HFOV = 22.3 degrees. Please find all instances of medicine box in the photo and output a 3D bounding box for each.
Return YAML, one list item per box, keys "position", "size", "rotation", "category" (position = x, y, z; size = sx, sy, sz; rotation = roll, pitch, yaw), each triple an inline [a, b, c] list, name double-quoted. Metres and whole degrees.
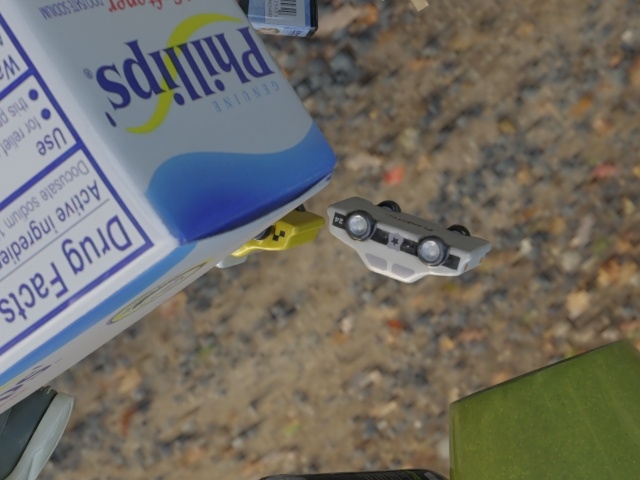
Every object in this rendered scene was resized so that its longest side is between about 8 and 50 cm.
- position: [-0.189, -0.067, 0.675]
  size: [0.263, 0.289, 0.149]
  rotation: [-34, 179, 29]
  category: "medicine box"

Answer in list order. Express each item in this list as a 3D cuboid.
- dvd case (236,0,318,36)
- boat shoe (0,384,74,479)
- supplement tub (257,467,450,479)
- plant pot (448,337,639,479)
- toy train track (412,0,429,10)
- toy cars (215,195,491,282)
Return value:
- position: [-0.126, -0.255, 1.272]
  size: [0.253, 0.180, 0.022]
  rotation: [2, 165, -17]
  category: "dvd case"
- position: [-0.395, 0.274, 1.858]
  size: [0.319, 0.099, 0.116]
  rotation: [-58, 172, -49]
  category: "boat shoe"
- position: [0.038, 0.237, 1.261]
  size: [0.190, 0.117, 0.117]
  rotation: [2, 134, -29]
  category: "supplement tub"
- position: [0.203, 0.228, 1.132]
  size: [0.275, 0.293, 0.275]
  rotation: [-21, 174, -2]
  category: "plant pot"
- position: [0.074, -0.190, 1.115]
  size: [0.083, 0.048, 0.014]
  rotation: [-27, -170, 34]
  category: "toy train track"
- position: [0.000, 0.000, 1.872]
  size: [0.394, 0.176, 0.087]
  rotation: [8, 106, -18]
  category: "toy cars"
